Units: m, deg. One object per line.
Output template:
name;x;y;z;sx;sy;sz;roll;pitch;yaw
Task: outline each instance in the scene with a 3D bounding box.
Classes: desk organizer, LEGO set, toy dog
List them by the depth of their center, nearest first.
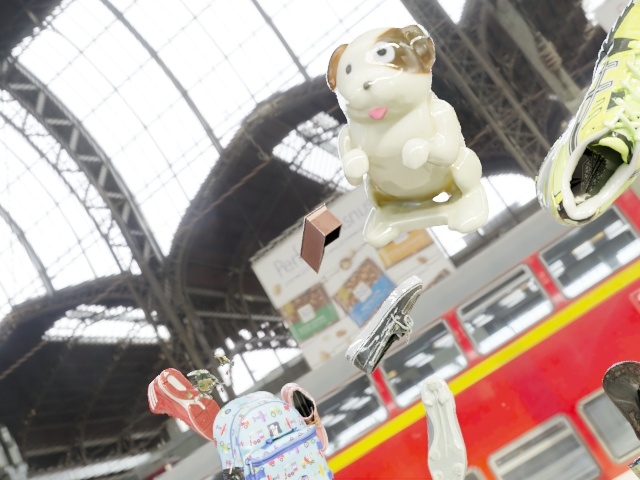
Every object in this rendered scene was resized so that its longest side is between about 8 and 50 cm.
LEGO set;-0.149;0.185;1.039;0.083;0.023;0.054;-37;-64;10
desk organizer;0.000;0.000;1.355;0.047;0.050;0.130;-35;-23;-26
toy dog;0.180;-0.246;1.587;0.284;0.395;0.408;-1;-44;33

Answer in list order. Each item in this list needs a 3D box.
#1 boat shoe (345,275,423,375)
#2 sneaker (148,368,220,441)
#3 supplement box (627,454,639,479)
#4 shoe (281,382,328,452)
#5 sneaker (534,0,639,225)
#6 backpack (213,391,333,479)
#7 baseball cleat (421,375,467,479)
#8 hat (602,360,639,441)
boat shoe;0.201;0.235;2.109;0.306;0.105;0.113;-47;-27;-18
sneaker;-0.343;0.424;1.928;0.128;0.221;0.087;-35;5;44
supplement box;0.766;0.519;1.747;0.083;0.083;0.056;-35;-23;-7
shoe;-0.031;0.403;1.713;0.063;0.178;0.081;-27;2;-14
sneaker;0.440;-0.183;1.075;0.147;0.145;0.384;-66;-3;-71
backpack;-0.078;0.321;1.183;0.158;0.173;0.117;-12;-8;-37
baseball cleat;0.230;0.348;1.387;0.072;0.206;0.109;-8;-13;18
hat;0.747;0.345;1.578;0.134;0.331;0.331;-35;-18;-12
